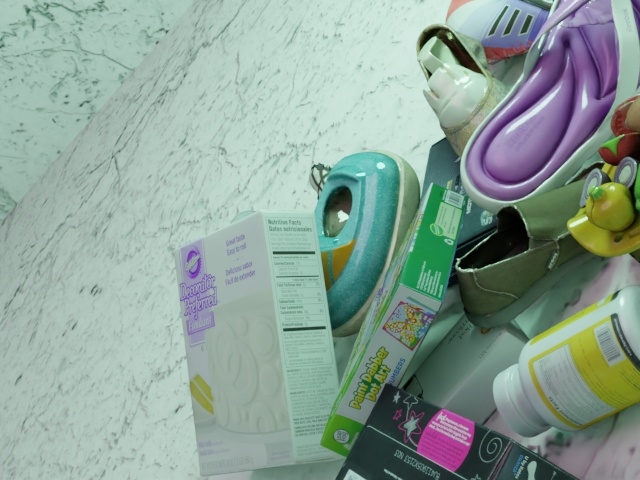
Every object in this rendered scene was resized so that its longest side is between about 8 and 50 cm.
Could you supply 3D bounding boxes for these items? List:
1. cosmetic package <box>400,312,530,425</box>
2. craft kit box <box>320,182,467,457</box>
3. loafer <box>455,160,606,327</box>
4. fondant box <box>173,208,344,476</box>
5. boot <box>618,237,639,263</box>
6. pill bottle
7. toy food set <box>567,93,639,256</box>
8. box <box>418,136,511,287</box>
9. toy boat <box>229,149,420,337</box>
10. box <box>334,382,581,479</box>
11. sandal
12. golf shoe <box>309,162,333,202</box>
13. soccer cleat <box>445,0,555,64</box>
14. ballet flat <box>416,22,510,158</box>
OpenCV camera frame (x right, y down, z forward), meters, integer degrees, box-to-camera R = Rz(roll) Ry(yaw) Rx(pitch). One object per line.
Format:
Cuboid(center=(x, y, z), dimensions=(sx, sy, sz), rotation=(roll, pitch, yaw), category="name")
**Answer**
Cuboid(center=(0.142, 0.185, 1.353), dimensions=(0.239, 0.060, 0.099), rotation=(-52, 26, 11), category="cosmetic package")
Cuboid(center=(0.089, 0.091, 1.379), dimensions=(0.250, 0.061, 0.246), rotation=(-65, -3, -59), category="craft kit box")
Cuboid(center=(0.249, -0.009, 1.302), dimensions=(0.251, 0.087, 0.094), rotation=(-42, 29, -11), category="loafer")
Cuboid(center=(-0.088, 0.145, 1.598), dimensions=(0.238, 0.096, 0.330), rotation=(-22, 72, 51), category="fondant box")
Cuboid(center=(0.412, -0.073, 1.154), dimensions=(0.269, 0.089, 0.236), rotation=(-50, 33, 12), category="boot")
Cuboid(center=(0.262, 0.126, 1.156), dimensions=(0.184, 0.103, 0.103), rotation=(-36, 32, 37), category="pill bottle")
Cuboid(center=(0.311, -0.091, 1.159), dimensions=(0.128, 0.071, 0.218), rotation=(5, 60, 59), category="toy food set")
Cuboid(center=(0.208, -0.064, 1.527), dimensions=(0.183, 0.059, 0.232), rotation=(-31, 34, 44), category="box")
Cuboid(center=(0.000, 0.000, 1.669), dimensions=(0.318, 0.148, 0.267), rotation=(-1, 74, 55), category="toy boat")
Cuboid(center=(0.137, 0.267, 1.174), dimensions=(0.163, 0.142, 0.247), rotation=(-62, 24, -7), category="box")
Cuboid(center=(0.310, -0.211, 1.378), dimensions=(0.169, 0.102, 0.416), rotation=(27, 79, 25), category="sandal")
Cuboid(center=(0.017, -0.064, 1.850), dimensions=(0.094, 0.077, 0.198), rotation=(-58, 24, -3), category="golf shoe")
Cuboid(center=(0.273, -0.299, 1.659), dimensions=(0.318, 0.109, 0.116), rotation=(31, 108, 63), category="soccer cleat")
Cuboid(center=(0.179, -0.200, 1.548), dimensions=(0.107, 0.106, 0.316), rotation=(-47, 25, 18), category="ballet flat")
